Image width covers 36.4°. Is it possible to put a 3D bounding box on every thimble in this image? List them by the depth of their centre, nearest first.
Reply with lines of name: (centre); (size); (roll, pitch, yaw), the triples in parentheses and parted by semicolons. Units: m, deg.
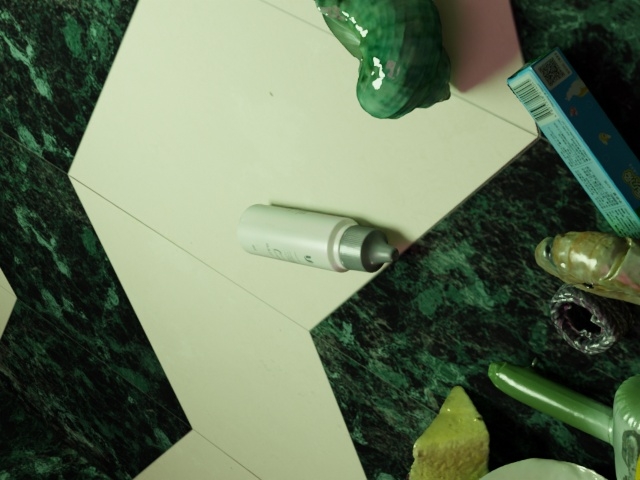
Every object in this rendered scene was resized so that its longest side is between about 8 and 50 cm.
thimble: (0.363, 0.098, 1.308); (0.104, 0.066, 0.095); (41, 143, 16)

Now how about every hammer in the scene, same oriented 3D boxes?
hammer: (0.385, 0.247, 1.398); (0.335, 0.119, 0.206); (24, 138, 41)

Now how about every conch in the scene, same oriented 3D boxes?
conch: (0.089, -0.244, 1.224); (0.196, 0.134, 0.202); (-110, -6, -61)

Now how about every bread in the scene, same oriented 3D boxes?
bread: (0.220, 0.395, 1.638); (0.142, 0.178, 0.266); (26, 137, 38)

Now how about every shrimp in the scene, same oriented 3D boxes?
shrimp: (0.420, 0.065, 1.131); (0.360, 0.085, 0.247); (17, 173, 39)

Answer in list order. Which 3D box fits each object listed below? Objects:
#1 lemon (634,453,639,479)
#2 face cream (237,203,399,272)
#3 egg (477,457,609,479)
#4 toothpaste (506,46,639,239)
lemon: (0.532, 0.291, 1.100); (0.336, 0.336, 0.336); (28, 140, 26)
face cream: (0.000, 0.000, 1.580); (0.311, 0.092, 0.092); (9, 129, 41)
egg: (0.371, 0.566, 1.514); (0.354, 0.354, 0.340); (14, 147, 39)
toothpaste: (0.324, -0.102, 1.149); (0.266, 0.050, 0.065); (53, 161, -3)
